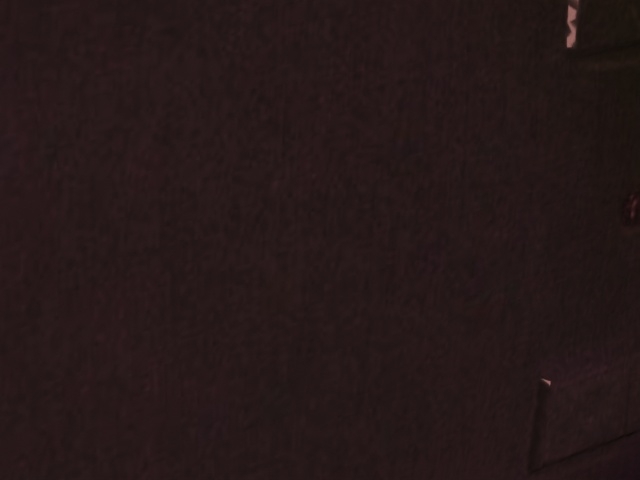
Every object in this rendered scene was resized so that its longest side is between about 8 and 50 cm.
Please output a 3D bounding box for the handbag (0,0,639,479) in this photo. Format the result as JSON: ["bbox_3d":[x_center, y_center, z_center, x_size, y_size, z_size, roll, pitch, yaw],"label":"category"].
[{"bbox_3d":[0.001,0.001,0.483,0.260,0.079,0.248,-13,113,-38],"label":"handbag"}]
